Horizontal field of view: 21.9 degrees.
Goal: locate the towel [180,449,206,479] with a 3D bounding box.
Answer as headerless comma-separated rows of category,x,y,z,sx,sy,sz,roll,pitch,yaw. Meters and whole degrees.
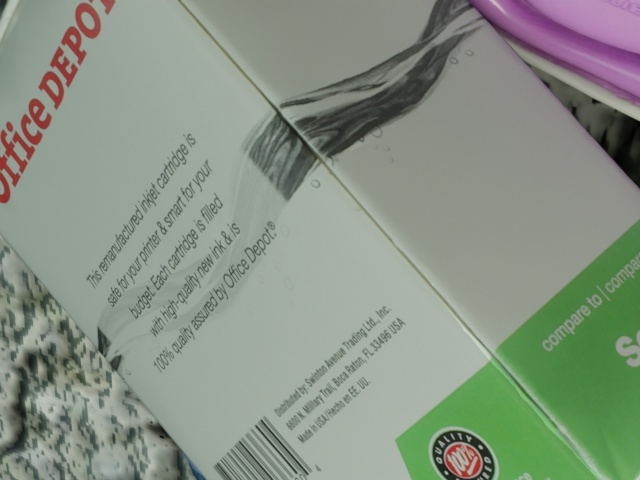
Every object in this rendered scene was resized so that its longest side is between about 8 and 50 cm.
towel,-0.049,0.129,0.968,0.067,0.029,0.119,-1,131,27

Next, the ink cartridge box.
ink cartridge box,0.000,0.000,0.675,0.289,0.121,0.211,49,143,5

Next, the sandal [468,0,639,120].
sandal,0.225,-0.041,0.620,0.416,0.102,0.169,20,137,6
